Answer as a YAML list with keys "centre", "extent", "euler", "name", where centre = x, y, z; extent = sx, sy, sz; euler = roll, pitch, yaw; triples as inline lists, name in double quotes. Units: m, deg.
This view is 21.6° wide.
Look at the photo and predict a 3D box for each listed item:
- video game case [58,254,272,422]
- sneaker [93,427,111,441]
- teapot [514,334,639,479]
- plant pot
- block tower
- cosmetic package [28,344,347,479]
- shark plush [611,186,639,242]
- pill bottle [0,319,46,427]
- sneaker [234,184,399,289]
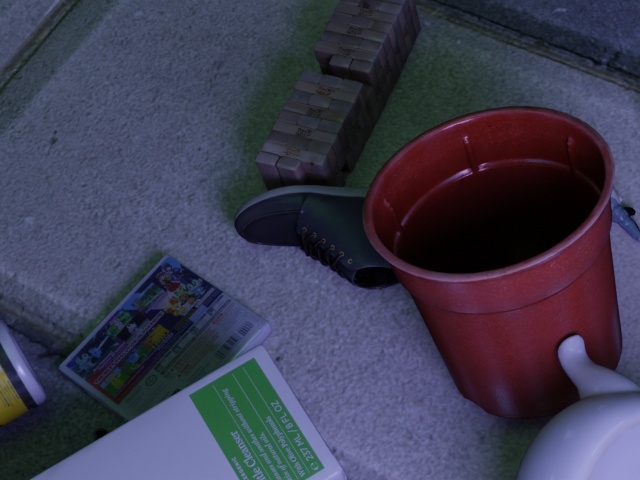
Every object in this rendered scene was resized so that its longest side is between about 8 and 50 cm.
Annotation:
- centre: [-0.190, 0.133, 2.052]
  extent: [0.183, 0.023, 0.201]
  euler: [32, 69, 29]
  name: "video game case"
- centre: [-0.236, 0.248, 1.976]
  extent: [0.083, 0.035, 0.031]
  euler: [20, 64, 25]
  name: "sneaker"
- centre: [0.286, 0.272, 1.708]
  extent: [0.256, 0.252, 0.187]
  euler: [-46, 20, -21]
  name: "teapot"
- centre: [0.213, 0.039, 1.848]
  extent: [0.272, 0.265, 0.272]
  euler: [-13, 40, 11]
  name: "plant pot"
- centre: [0.031, -0.200, 2.185]
  extent: [0.091, 0.097, 0.335]
  euler: [15, 63, 22]
  name: "block tower"
- centre: [-0.164, 0.305, 1.848]
  extent: [0.365, 0.155, 0.197]
  euler: [-31, 58, -9]
  name: "cosmetic package"
- centre: [0.328, -0.047, 2.053]
  extent: [0.161, 0.073, 0.067]
  euler: [37, 90, 9]
  name: "shark plush"
- centre: [-0.446, 0.193, 2.011]
  extent: [0.208, 0.119, 0.119]
  euler: [-30, 55, -8]
  name: "pill bottle"
- centre: [0.000, 0.000, 2.060]
  extent: [0.222, 0.083, 0.118]
  euler: [-5, 56, 9]
  name: "sneaker"
